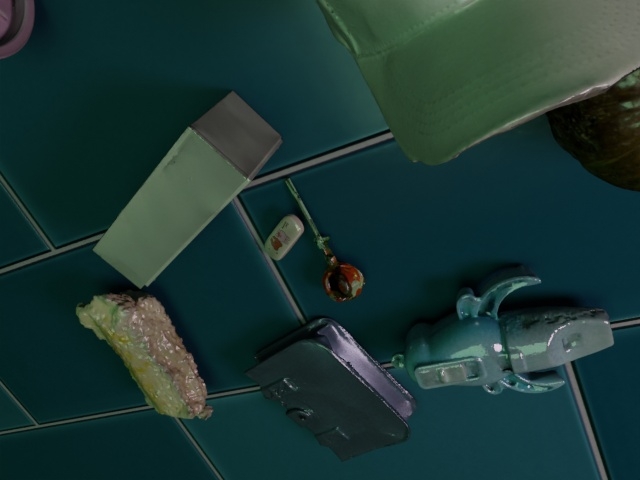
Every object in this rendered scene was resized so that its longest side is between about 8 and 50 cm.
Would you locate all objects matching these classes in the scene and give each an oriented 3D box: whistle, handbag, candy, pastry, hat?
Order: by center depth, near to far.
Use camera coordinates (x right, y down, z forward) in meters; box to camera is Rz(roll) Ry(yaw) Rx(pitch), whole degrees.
[{"bbox_3d":[0.086,-0.202,0.390,0.258,0.301,0.168,-26,147,27],"label":"hat"},{"bbox_3d":[0.222,0.133,0.710,0.274,0.093,0.186,-14,116,19],"label":"whistle"},{"bbox_3d":[0.000,0.000,0.722,0.056,0.049,0.184,-24,104,19],"label":"candy"},{"bbox_3d":[0.014,0.234,0.841,0.179,0.062,0.229,-34,107,30],"label":"handbag"},{"bbox_3d":[-0.270,0.175,0.866,0.122,0.089,0.258,-14,115,26],"label":"pastry"}]

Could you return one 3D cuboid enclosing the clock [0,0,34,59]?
[{"bbox_3d":[-0.394,-0.274,0.562,0.068,0.196,0.196,-9,117,20],"label":"clock"}]

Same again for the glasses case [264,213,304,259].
[{"bbox_3d":[-0.049,-0.004,0.730,0.032,0.021,0.083,49,136,8],"label":"glasses case"}]

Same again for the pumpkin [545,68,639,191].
[{"bbox_3d":[0.315,-0.147,0.452,0.261,0.189,0.260,8,123,12],"label":"pumpkin"}]

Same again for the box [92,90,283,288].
[{"bbox_3d":[-0.160,-0.057,0.671,0.086,0.129,0.225,42,122,-12],"label":"box"}]
